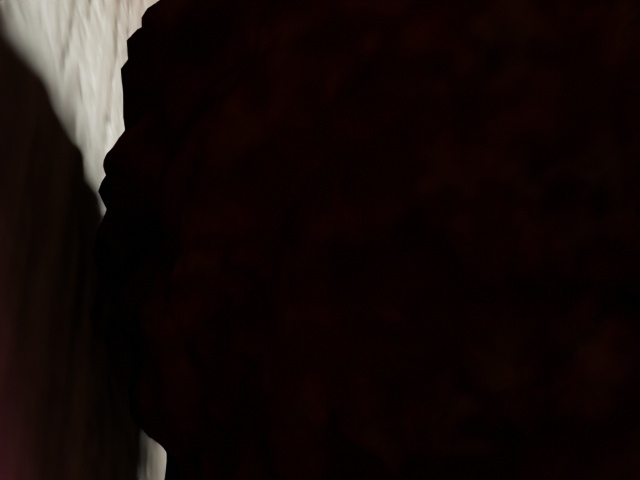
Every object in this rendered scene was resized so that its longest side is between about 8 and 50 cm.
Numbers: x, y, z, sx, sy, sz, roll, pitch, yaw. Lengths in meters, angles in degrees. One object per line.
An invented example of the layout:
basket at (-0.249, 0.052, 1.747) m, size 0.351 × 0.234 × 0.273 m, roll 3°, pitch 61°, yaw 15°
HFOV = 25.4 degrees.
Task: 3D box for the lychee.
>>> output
lychee at (0.115, 0.016, 0.557) m, size 0.424 × 0.500 × 0.424 m, roll 36°, pitch 15°, yaw -11°
